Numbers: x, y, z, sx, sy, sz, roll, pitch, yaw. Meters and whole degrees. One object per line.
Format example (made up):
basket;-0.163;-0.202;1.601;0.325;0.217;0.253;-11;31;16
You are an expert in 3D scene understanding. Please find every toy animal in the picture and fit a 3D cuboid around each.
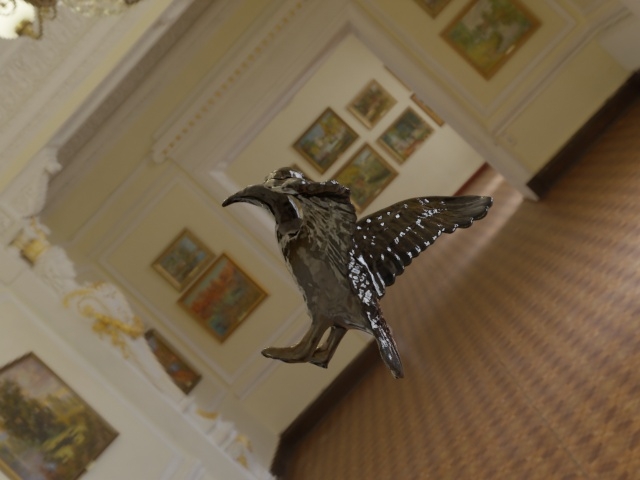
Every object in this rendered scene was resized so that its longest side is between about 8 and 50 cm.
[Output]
toy animal;-0.007;0.014;0.579;0.272;0.197;0.160;19;-105;-60
